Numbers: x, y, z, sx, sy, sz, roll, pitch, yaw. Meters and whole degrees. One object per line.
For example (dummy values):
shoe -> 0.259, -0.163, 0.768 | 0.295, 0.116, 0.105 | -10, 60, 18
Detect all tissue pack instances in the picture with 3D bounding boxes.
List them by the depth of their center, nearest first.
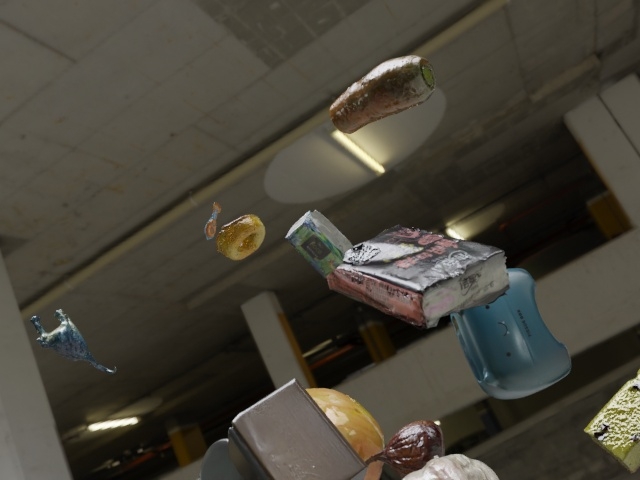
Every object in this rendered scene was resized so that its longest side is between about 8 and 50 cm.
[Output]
tissue pack -> 0.001, 0.000, 1.293 | 0.079, 0.111, 0.085 | -41, 8, 19
tissue pack -> 0.188, 0.072, 1.364 | 0.244, 0.123, 0.332 | -23, 22, -27
tissue pack -> 0.421, 0.222, 1.552 | 0.205, 0.288, 0.198 | -15, -20, -11

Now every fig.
fig -> 0.181, 0.471, 1.483 | 0.201, 0.146, 0.134 | -4, -45, 23

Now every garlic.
garlic -> 0.221, 0.458, 1.035 | 0.218, 0.212, 0.219 | -20, -48, -24

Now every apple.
apple -> 0.005, 0.580, 1.897 | 0.309, 0.314, 0.252 | 28, -51, -16

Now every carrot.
carrot -> 0.151, -0.369, 1.690 | 0.301, 0.139, 0.138 | -24, -12, 42

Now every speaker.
speaker -> -0.049, 0.423, 1.302 | 0.192, 0.231, 0.153 | -29, -32, -27

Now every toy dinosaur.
toy dinosaur -> -0.636, 0.257, 1.674 | 0.076, 0.147, 0.363 | -38, -24, -9

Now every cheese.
cheese -> -0.305, -0.053, 1.890 | 0.017, 0.111, 0.047 | 4, -21, 24

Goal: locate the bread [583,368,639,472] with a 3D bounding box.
bread -> 0.797, 0.366, 1.573 | 0.077, 0.138, 0.361 | 41, -89, -28

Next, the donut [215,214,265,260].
donut -> -0.278, -0.004, 2.389 | 0.190, 0.074, 0.174 | -26, -36, -29

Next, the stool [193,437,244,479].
stool -> -0.206, 0.552, 1.562 | 0.227, 0.154, 0.139 | -18, -31, 34
